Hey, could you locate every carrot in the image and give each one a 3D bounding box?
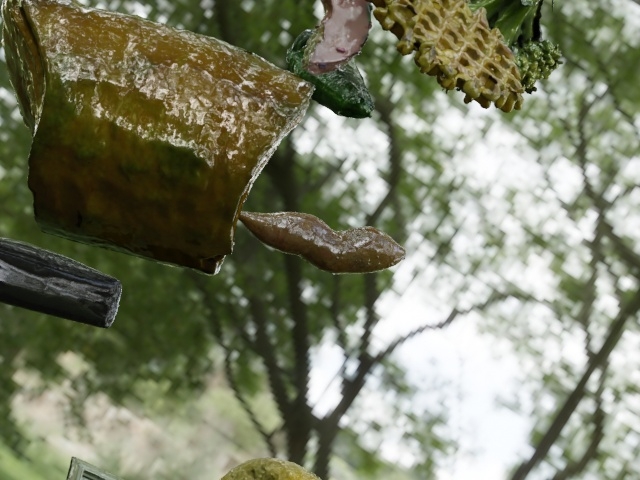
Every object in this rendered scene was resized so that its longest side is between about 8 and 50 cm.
[{"bbox_3d":[-0.193,-0.108,1.552,0.341,0.241,0.241,17,-15,2],"label":"carrot"}]

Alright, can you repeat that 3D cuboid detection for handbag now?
[{"bbox_3d":[-0.403,0.037,2.036,0.247,0.080,0.223,20,-2,-37],"label":"handbag"}]

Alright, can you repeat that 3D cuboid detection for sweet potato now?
[{"bbox_3d":[-0.001,0.003,1.795,0.218,0.065,0.051,12,16,-24],"label":"sweet potato"}]

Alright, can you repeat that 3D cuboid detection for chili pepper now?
[{"bbox_3d":[0.027,-0.217,2.106,0.108,0.062,0.216,3,31,-23],"label":"chili pepper"}]

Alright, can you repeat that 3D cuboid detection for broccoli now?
[{"bbox_3d":[0.289,-0.348,2.698,0.242,0.180,0.273,45,-30,9],"label":"broccoli"}]

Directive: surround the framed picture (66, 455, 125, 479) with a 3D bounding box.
[{"bbox_3d":[-0.253,0.413,1.817,0.016,0.273,0.216,-3,-24,31],"label":"framed picture"}]

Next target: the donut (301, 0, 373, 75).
[{"bbox_3d":[0.008,-0.285,1.864,0.065,0.117,0.166,-3,-79,66],"label":"donut"}]

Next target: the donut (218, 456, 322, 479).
[{"bbox_3d":[-0.061,0.304,1.641,0.178,0.162,0.065,47,-4,48],"label":"donut"}]

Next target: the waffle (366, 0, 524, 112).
[{"bbox_3d":[0.155,-0.245,1.878,0.228,0.051,0.231,12,39,-47],"label":"waffle"}]
